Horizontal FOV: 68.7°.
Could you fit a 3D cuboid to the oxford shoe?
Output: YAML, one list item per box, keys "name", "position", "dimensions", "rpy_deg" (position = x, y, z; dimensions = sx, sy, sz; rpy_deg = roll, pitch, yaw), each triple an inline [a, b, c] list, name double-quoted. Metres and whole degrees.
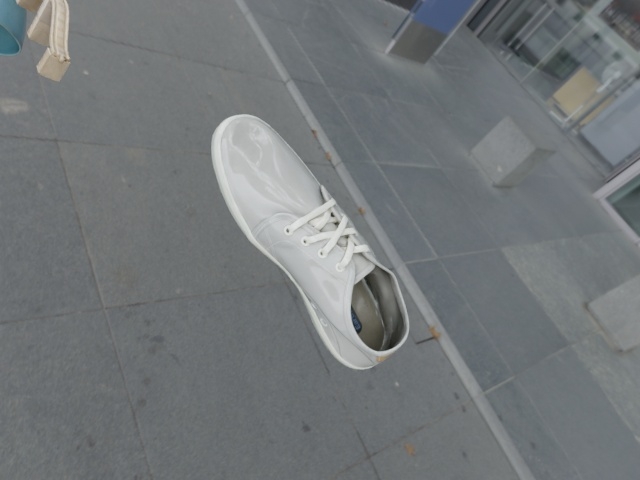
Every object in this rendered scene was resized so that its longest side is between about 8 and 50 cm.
- name: "oxford shoe"
  position: [0.000, 0.000, 0.711]
  dimensions: [0.169, 0.130, 0.449]
  rpy_deg: [-37, 100, -35]

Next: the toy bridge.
- name: "toy bridge"
  position: [-0.338, -0.273, 0.580]
  dimensions: [0.026, 0.063, 0.188]
  rpy_deg: [16, 35, -53]

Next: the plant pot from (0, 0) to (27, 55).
- name: "plant pot"
  position: [-0.762, -0.561, 0.990]
  dimensions: [0.290, 0.290, 0.196]
  rpy_deg: [19, 79, -26]
